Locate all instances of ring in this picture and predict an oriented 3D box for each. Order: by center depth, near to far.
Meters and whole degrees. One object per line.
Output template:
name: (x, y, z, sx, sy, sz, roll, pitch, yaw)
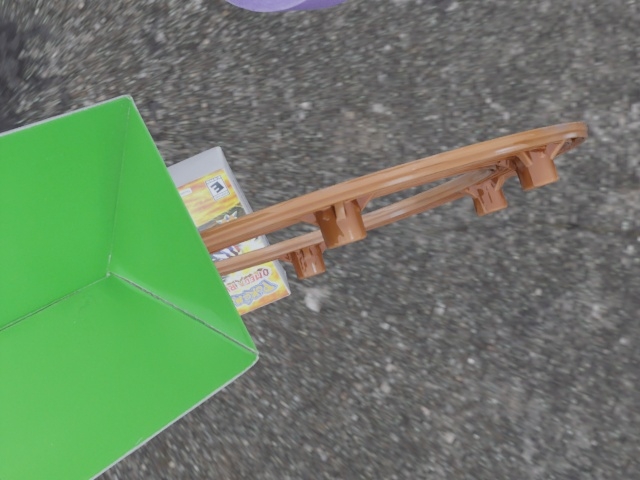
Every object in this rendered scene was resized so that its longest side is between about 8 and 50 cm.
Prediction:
ring: (0.000, 0.000, 0.796, 0.336, 0.336, 0.032, -18, 88, -13)

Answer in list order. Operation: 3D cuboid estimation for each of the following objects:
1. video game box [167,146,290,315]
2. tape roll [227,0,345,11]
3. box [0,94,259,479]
video game box: (-0.159, 0.021, 1.389, 0.205, 0.048, 0.187, -23, 131, 5)
tape roll: (-0.030, -0.297, 1.187, 0.080, 0.189, 0.189, -18, 101, -55)
box: (-0.196, 0.065, 0.477, 0.231, 0.262, 0.127, -24, 94, 32)
